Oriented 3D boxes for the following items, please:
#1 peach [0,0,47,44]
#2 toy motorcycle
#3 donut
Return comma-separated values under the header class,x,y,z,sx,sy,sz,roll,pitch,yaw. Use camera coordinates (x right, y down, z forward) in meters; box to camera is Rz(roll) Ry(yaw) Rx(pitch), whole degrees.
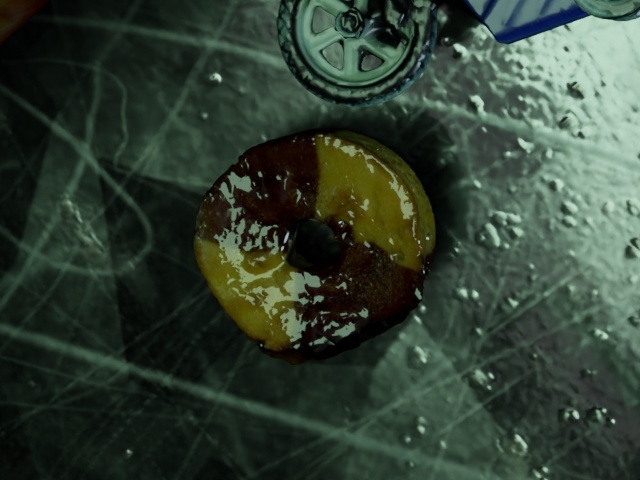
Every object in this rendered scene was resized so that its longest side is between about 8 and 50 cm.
class,x,y,z,sx,sy,sz,roll,pitch,yaw
peach,-0.303,-0.188,0.787,0.406,0.310,0.335,40,103,18
toy motorcycle,0.111,-0.183,0.763,0.315,0.113,0.169,-19,91,15
donut,0.000,0.000,0.887,0.140,0.059,0.140,6,110,18
